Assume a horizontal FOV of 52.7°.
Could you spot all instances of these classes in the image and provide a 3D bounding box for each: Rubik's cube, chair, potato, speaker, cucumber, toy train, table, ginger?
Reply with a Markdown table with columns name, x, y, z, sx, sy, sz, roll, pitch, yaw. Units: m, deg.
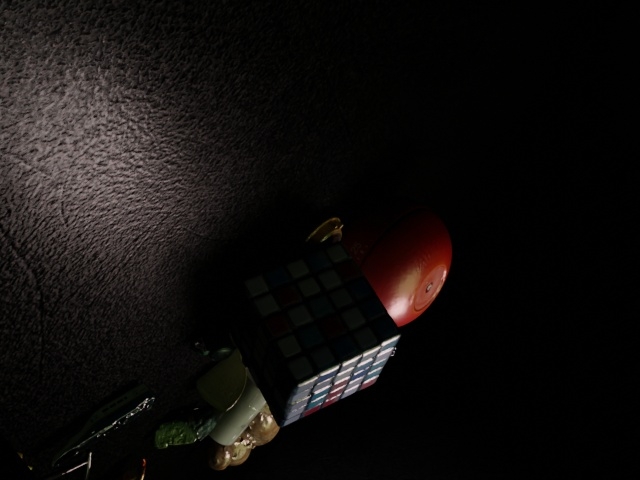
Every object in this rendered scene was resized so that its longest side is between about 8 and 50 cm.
| name | x | y | z | sx | sy | sz | roll | pitch | yaw |
| --- | --- | --- | --- | --- | --- | --- | --- | --- | --- |
| Rubik's cube | -0.023 | 0.223 | 1.540 | 0.287 | 0.293 | 0.292 | -20 | 154 | -24 |
| chair | -0.523 | 0.400 | 1.041 | 0.154 | 0.141 | 0.260 | -56 | 160 | 17 |
| potato | -0.245 | 0.388 | 1.749 | 0.149 | 0.120 | 0.081 | -39 | 160 | -26 |
| speaker | -0.253 | 0.242 | 1.492 | 0.095 | 0.075 | 0.060 | -15 | 142 | -18 |
| cucumber | -0.368 | 0.507 | 1.784 | 0.116 | 0.085 | 0.193 | -7 | 177 | 19 |
| toy train | -0.454 | 0.379 | 1.333 | 0.234 | 0.051 | 0.052 | -28 | 154 | -41 |
| table | -0.251 | 0.509 | 1.995 | 0.220 | 0.126 | 0.126 | -50 | 163 | 9 |
| ginger | -0.278 | 0.697 | 2.290 | 0.304 | 0.155 | 0.244 | -40 | 163 | -26 |

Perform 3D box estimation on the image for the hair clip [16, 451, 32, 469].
| name | x | y | z | sx | sy | sz | roll | pitch | yaw |
| --- | --- | --- | --- | --- | --- | --- | --- | --- | --- |
| hair clip | -0.597 | 0.447 | 1.135 | 0.173 | 0.046 | 0.072 | -46 | 153 | -11 |

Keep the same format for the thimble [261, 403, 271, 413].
| name | x | y | z | sx | sy | sz | roll | pitch | yaw |
| --- | --- | --- | --- | --- | --- | --- | --- | --- | --- |
| thimble | -0.149 | 0.480 | 2.173 | 0.143 | 0.137 | 0.190 | -60 | 175 | 27 |

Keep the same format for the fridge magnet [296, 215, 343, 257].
| name | x | y | z | sx | sy | sz | roll | pitch | yaw |
| --- | --- | --- | --- | --- | --- | --- | --- | --- | --- |
| fridge magnet | 0.000 | 0.000 | 1.593 | 0.143 | 0.063 | 0.143 | -41 | 159 | -19 |

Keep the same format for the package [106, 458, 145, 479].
| name | x | y | z | sx | sy | sz | roll | pitch | yaw |
| --- | --- | --- | --- | --- | --- | --- | --- | --- | --- |
| package | -0.569 | 0.702 | 1.672 | 0.288 | 0.108 | 0.223 | -27 | 152 | -45 |

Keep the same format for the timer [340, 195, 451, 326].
| name | x | y | z | sx | sy | sz | roll | pitch | yaw |
| --- | --- | --- | --- | --- | --- | --- | --- | --- | --- |
| timer | 0.194 | 0.066 | 1.798 | 0.378 | 0.279 | 0.377 | -35 | 146 | -29 |
